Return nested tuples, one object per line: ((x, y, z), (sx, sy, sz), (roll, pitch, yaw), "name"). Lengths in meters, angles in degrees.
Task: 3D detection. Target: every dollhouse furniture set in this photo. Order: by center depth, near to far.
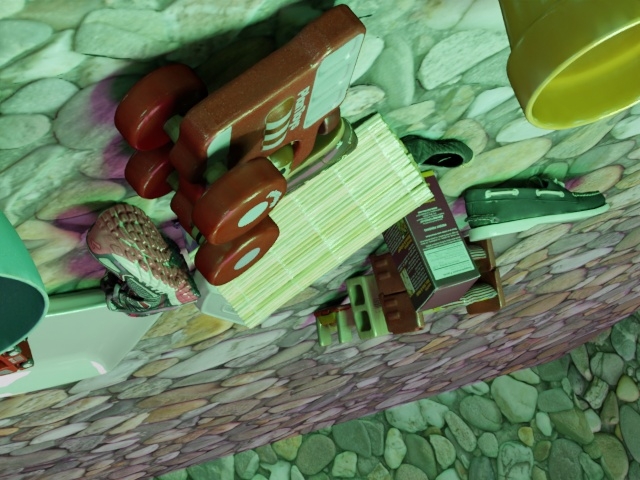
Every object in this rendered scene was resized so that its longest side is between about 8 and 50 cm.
((0.152, 0.095, 1.964), (0.201, 0.152, 0.374), (-11, 176, -30), "dollhouse furniture set")

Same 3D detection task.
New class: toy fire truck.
((-0.068, -0.106, 1.116), (0.254, 0.169, 0.302), (-36, 167, -17), "toy fire truck")
((-0.472, 0.148, 1.371), (0.135, 0.047, 0.192), (-18, 160, -6), "toy fire truck")

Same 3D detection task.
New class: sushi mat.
((-0.009, -0.022, 1.364), (0.316, 0.019, 0.151), (-36, 118, 5), "sushi mat")

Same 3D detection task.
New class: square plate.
((-0.435, 0.159, 1.584), (0.347, 0.049, 0.344), (-8, 158, -35), "square plate")

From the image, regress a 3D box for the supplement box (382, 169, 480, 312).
((0.160, 0.002, 1.581), (0.081, 0.188, 0.104), (-16, 160, -19), "supplement box")

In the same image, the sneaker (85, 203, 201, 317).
((-0.245, 0.047, 1.358), (0.112, 0.121, 0.299), (-27, 162, -1), "sneaker")

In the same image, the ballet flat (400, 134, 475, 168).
((0.168, -0.117, 1.482), (0.057, 0.049, 0.173), (-34, 158, 35), "ballet flat")

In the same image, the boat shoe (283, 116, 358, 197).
((-0.047, -0.087, 1.287), (0.207, 0.073, 0.073), (-26, 156, 13), "boat shoe")

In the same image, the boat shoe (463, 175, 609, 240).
((0.378, -0.068, 1.782), (0.302, 0.091, 0.114), (-11, 178, -35), "boat shoe")

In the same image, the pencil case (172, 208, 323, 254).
((-0.091, -0.021, 1.405), (0.206, 0.086, 0.088), (-22, 167, -1), "pencil case")

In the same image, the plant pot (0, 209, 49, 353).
((-0.423, 0.010, 0.955), (0.290, 0.195, 0.290), (-20, 161, -7), "plant pot")

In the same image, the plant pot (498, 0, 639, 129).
((0.260, -0.242, 1.018), (0.205, 0.188, 0.205), (-20, 161, -7), "plant pot")

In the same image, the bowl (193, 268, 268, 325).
((-0.133, 0.087, 1.610), (0.142, 0.053, 0.142), (17, 152, -9), "bowl")

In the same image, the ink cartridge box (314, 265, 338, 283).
((0.000, 0.000, 1.599), (0.109, 0.062, 0.209), (-5, 155, -39), "ink cartridge box")
